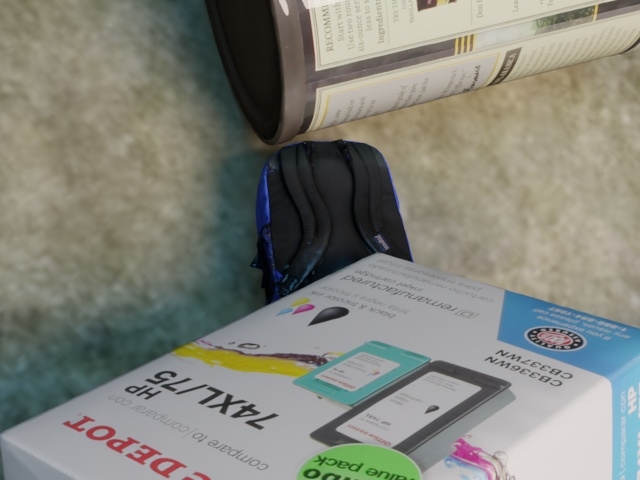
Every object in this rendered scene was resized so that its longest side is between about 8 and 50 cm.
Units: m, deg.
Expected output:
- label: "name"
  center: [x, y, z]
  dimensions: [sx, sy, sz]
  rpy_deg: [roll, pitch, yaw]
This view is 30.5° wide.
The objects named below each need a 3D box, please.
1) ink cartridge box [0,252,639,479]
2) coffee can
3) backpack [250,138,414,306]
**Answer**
- label: "ink cartridge box"
  center: [0.018, 0.155, 0.583]
  dimensions: [0.270, 0.198, 0.197]
  rpy_deg: [-24, 120, -43]
- label: "coffee can"
  center: [0.071, -0.193, 0.789]
  dimensions: [0.275, 0.201, 0.201]
  rpy_deg: [-15, 75, -14]
- label: "backpack"
  center: [0.000, 0.000, 0.769]
  dimensions: [0.098, 0.101, 0.120]
  rpy_deg: [-2, 65, -17]
